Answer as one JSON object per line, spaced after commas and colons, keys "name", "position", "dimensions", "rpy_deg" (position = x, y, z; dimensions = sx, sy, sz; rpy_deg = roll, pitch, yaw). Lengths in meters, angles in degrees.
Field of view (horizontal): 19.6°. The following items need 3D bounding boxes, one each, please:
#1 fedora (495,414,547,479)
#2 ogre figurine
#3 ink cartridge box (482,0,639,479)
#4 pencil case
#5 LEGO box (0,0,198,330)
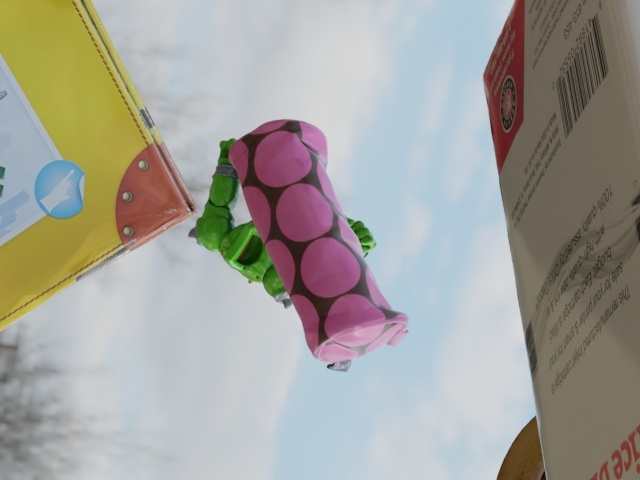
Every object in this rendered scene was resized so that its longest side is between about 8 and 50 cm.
{"name": "fedora", "position": [0.223, 0.213, 1.462], "dimensions": [0.079, 0.194, 0.194], "rpy_deg": [106, -11, -71]}
{"name": "ogre figurine", "position": [-0.052, -0.014, 1.897], "dimensions": [0.118, 0.197, 0.097], "rpy_deg": [-51, 177, -8]}
{"name": "ink cartridge box", "position": [0.141, -0.002, 0.701], "dimensions": [0.172, 0.100, 0.237], "rpy_deg": [108, -23, -64]}
{"name": "pencil case", "position": [0.000, 0.000, 1.551], "dimensions": [0.095, 0.098, 0.209], "rpy_deg": [-40, -116, 42]}
{"name": "LEGO box", "position": [-0.375, -0.142, 1.286], "dimensions": [0.193, 0.372, 0.500], "rpy_deg": [-2, -62, 60]}
